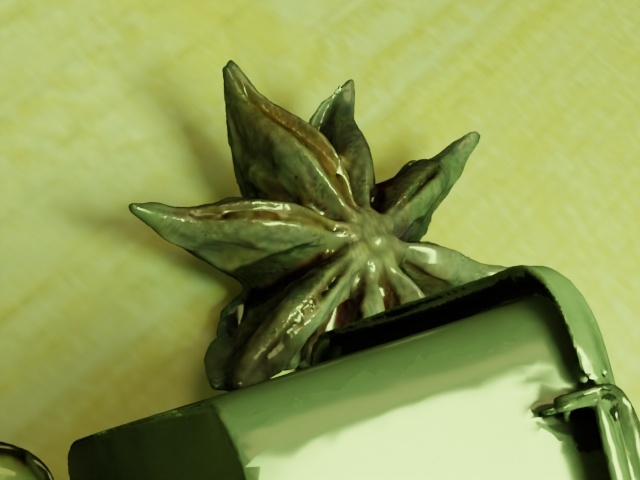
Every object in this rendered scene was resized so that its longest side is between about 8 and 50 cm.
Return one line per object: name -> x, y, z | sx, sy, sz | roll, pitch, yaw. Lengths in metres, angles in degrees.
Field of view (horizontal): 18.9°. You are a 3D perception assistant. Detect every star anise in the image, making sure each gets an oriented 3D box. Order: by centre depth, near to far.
star anise -> 0.000, 0.000, 0.882 | 0.180, 0.061, 0.204 | 34, 51, -17

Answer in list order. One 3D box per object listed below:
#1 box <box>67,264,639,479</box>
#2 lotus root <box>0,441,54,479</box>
box -> 0.006, 0.111, 0.687 | 0.135, 0.243, 0.163 | -13, 86, -23
lotus root -> -0.149, 0.166, 0.658 | 0.203, 0.078, 0.183 | -4, 67, -4
